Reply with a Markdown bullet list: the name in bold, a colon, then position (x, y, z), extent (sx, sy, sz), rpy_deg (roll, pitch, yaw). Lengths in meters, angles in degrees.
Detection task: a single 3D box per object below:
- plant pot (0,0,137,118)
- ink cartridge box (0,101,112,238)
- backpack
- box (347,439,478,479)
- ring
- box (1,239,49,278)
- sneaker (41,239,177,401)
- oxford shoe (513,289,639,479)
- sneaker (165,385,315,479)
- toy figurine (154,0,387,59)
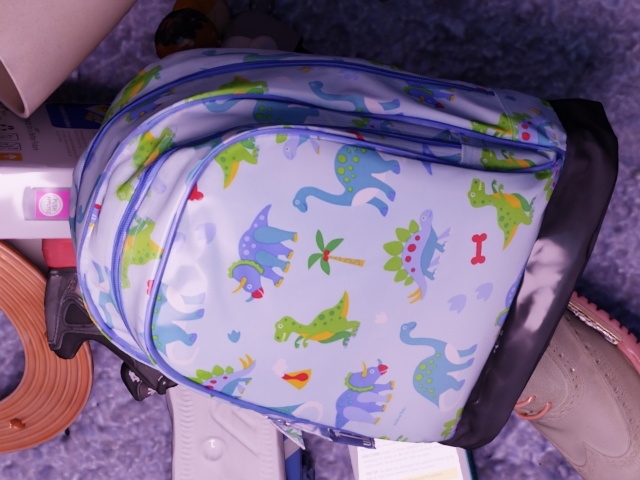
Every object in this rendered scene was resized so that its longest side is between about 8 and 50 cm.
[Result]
- **plant pot**: position (-0.195, -0.275, 1.512), extent (0.274, 0.256, 0.256), rpy_deg (-38, 103, -12)
- **ink cartridge box**: position (-0.094, -0.059, 1.555), extent (0.370, 0.176, 0.069), rpy_deg (-2, 111, -13)
- **backpack**: position (0.000, 0.000, 1.388), extent (0.355, 0.273, 0.290), rpy_deg (21, 111, -7)
- **box**: position (0.087, 0.223, 1.700), extent (0.100, 0.060, 0.244), rpy_deg (-12, 83, 8)
- **ring**: position (-0.349, 0.066, 1.670), extent (0.336, 0.032, 0.337), rpy_deg (9, 137, 9)
- **box**: position (-0.257, -0.022, 1.667), extent (0.275, 0.113, 0.094), rpy_deg (20, 109, -1)
- **sneaker**: position (-0.093, 0.069, 1.568), extent (0.276, 0.097, 0.135), rpy_deg (12, 87, -8)
- **oxford shoe**: position (0.153, 0.100, 1.633), extent (0.397, 0.146, 0.140), rpy_deg (48, 142, -4)
- **sneaker**: position (-0.068, 0.157, 1.708), extent (0.130, 0.236, 0.323), rpy_deg (1, 64, 2)
- **toy figurine**: position (-0.034, -0.200, 1.532), extent (0.148, 0.213, 0.209), rpy_deg (31, 107, -9)
